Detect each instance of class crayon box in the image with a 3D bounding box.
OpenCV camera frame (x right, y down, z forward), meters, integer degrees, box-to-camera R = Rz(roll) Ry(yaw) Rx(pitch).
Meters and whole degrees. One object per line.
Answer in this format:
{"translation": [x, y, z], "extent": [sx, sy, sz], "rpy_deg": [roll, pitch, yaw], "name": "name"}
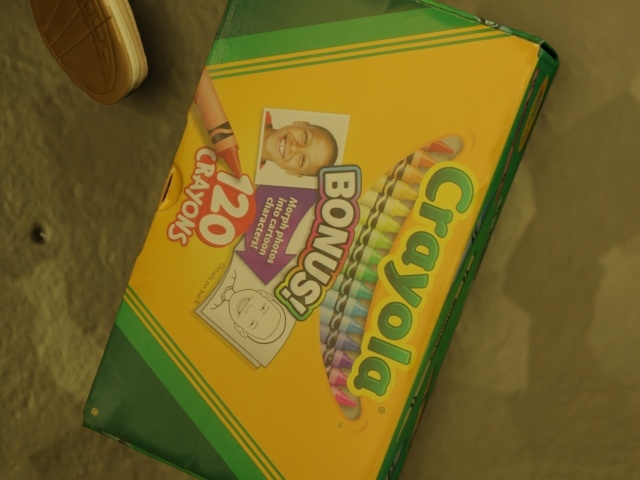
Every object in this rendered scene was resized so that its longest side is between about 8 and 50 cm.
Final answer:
{"translation": [0.000, 0.000, 0.779], "extent": [0.165, 0.081, 0.278], "rpy_deg": [22, 97, 14], "name": "crayon box"}

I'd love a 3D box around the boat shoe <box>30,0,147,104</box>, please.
{"translation": [-0.136, -0.157, 0.822], "extent": [0.063, 0.059, 0.170], "rpy_deg": [-35, 79, 40], "name": "boat shoe"}
